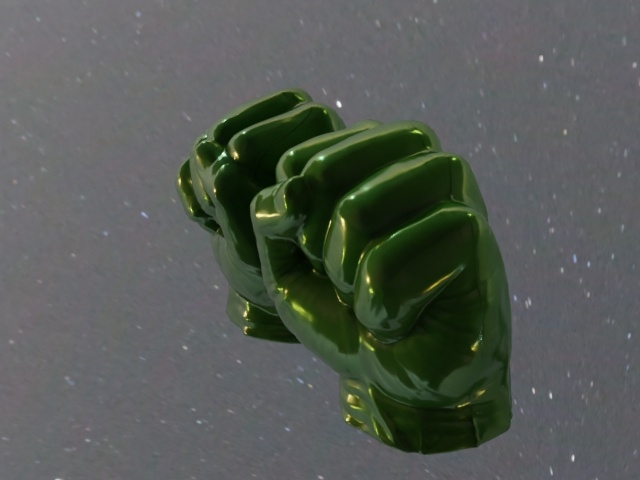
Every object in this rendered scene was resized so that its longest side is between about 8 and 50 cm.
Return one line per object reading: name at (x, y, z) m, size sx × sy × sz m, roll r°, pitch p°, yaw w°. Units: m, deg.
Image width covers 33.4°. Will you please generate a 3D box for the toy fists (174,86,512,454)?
toy fists at (0.000, 0.000, 0.568) m, size 0.096 × 0.279 × 0.142 m, roll -15°, pitch -70°, yaw -22°
